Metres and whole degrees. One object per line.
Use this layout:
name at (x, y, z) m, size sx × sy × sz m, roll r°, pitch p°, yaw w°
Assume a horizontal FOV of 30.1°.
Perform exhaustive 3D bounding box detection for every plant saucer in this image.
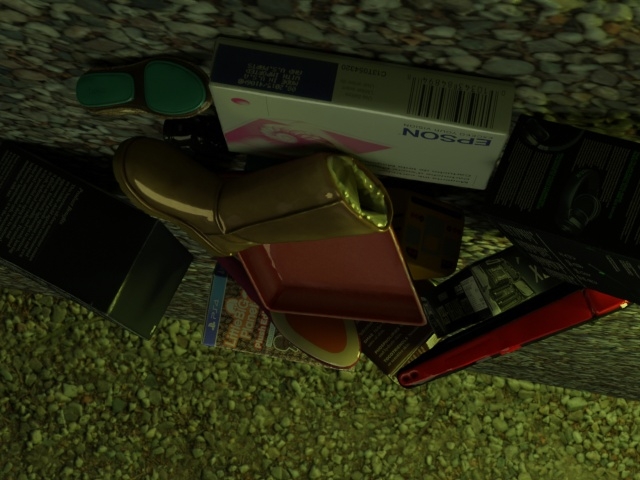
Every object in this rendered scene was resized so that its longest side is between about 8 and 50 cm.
plant saucer at (0.000, 0.000, 1.570) m, size 0.259 × 0.048 × 0.258 m, roll 4°, pitch 136°, yaw 31°

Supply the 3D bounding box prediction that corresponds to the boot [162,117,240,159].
boot at (-0.152, -0.132, 1.600) m, size 0.099 × 0.045 × 0.121 m, roll 6°, pitch 167°, yaw 8°

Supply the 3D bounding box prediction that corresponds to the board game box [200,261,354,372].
board game box at (-0.064, 0.122, 2.264) m, size 0.290 × 0.141 × 0.232 m, roll 11°, pitch -165°, yaw -2°

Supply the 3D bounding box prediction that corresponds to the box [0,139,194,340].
box at (-0.394, 0.008, 1.958) m, size 0.294 × 0.183 × 0.296 m, roll 27°, pitch 171°, yaw 10°

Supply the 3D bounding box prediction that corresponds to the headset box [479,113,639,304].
headset box at (0.365, -0.012, 1.347) m, size 0.283 × 0.131 × 0.246 m, roll 19°, pitch 172°, yaw 33°

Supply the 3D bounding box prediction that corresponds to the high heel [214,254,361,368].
high heel at (-0.059, 0.077, 1.981) m, size 0.377 × 0.127 × 0.181 m, roll 51°, pitch 171°, yaw 17°

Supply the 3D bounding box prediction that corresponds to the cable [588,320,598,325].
cable at (0.463, 0.130, 2.306) m, size 0.150 × 0.047 × 0.184 m, roll 6°, pitch 168°, yaw 19°

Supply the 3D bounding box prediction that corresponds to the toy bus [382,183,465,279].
toy bus at (0.073, -0.005, 1.787) m, size 0.108 × 0.130 × 0.332 m, roll 17°, pitch 166°, yaw -30°

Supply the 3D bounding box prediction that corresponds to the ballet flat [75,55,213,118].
ballet flat at (-0.193, -0.178, 1.386) m, size 0.206 × 0.073 × 0.067 m, roll 8°, pitch -170°, yaw 33°

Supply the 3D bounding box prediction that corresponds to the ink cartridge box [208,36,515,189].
ink cartridge box at (0.046, -0.127, 1.396) m, size 0.324 × 0.072 × 0.330 m, roll 9°, pitch 167°, yaw 4°

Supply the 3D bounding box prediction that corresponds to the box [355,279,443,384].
box at (0.111, 0.116, 2.037) m, size 0.203 × 0.167 × 0.168 m, roll 42°, pitch 178°, yaw 15°

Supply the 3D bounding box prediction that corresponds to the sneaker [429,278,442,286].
sneaker at (0.156, 0.112, 2.362) m, size 0.208 × 0.094 × 0.081 m, roll 0°, pitch 164°, yaw 38°

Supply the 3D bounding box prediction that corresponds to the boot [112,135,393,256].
boot at (-0.083, -0.070, 1.430) m, size 0.269 × 0.089 × 0.236 m, roll -10°, pitch 146°, yaw 42°

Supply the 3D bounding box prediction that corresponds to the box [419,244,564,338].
box at (0.289, 0.043, 1.679) m, size 0.242 × 0.077 × 0.307 m, roll -25°, pitch 174°, yaw -11°

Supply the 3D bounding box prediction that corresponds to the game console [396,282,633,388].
game console at (0.297, 0.111, 1.723) m, size 0.342 × 0.060 × 0.386 m, roll -22°, pitch 175°, yaw 15°

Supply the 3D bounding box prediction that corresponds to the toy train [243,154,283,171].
toy train at (-0.013, -0.023, 1.654) m, size 0.248 × 0.105 × 0.143 m, roll 42°, pitch 163°, yaw 18°
